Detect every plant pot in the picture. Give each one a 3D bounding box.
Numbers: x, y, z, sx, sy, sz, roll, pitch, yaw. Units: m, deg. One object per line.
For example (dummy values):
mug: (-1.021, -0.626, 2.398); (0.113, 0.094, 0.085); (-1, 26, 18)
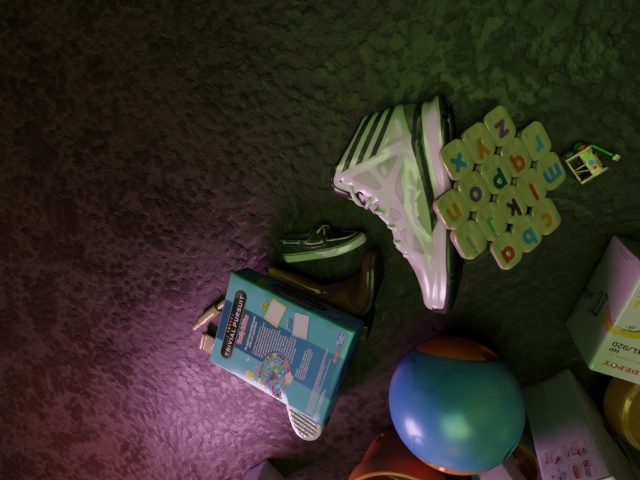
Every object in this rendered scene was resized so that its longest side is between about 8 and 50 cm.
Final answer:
plant pot: (0.217, 0.646, 1.130); (0.290, 0.203, 0.291); (5, 111, 14)
plant pot: (0.725, 0.364, 0.850); (0.204, 0.188, 0.205); (0, 98, -1)

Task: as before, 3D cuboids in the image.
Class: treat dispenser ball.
treat dispenser ball: (0.298, 0.361, 0.953); (0.287, 0.288, 0.289); (6, 111, 15)

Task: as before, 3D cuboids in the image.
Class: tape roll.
tape roll: (0.467, 0.548, 1.010); (0.219, 0.219, 0.072); (38, 116, 0)

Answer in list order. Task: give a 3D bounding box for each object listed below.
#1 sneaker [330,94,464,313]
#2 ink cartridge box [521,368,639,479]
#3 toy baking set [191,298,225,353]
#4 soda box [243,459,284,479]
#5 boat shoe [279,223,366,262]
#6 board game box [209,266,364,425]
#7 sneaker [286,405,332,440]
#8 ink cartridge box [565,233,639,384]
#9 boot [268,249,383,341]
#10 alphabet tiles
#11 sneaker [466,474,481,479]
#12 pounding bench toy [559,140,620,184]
sneaker: (0.167, -0.063, 0.929); (0.257, 0.169, 0.448); (-2, 101, 26)
ink cartridge box: (0.581, 0.486, 0.903); (0.130, 0.309, 0.272); (-38, 95, 25)
toy baking set: (-0.249, 0.259, 1.225); (0.196, 0.030, 0.256); (43, 116, -5)
soda box: (-0.212, 0.809, 1.271); (0.098, 0.286, 0.091); (-39, 95, 24)
boat shoe: (0.000, 0.000, 1.025); (0.219, 0.078, 0.070); (-12, 107, 22)
board game box: (-0.091, 0.248, 1.044); (0.335, 0.079, 0.254); (23, 106, 19)
sneaker: (-0.048, 0.352, 1.149); (0.126, 0.127, 0.322); (-11, 94, 25)
ink cartridge box: (0.635, 0.141, 0.838); (0.171, 0.168, 0.233); (17, 114, 9)
boot: (0.006, 0.106, 1.062); (0.280, 0.096, 0.264); (17, 130, 15)
alphabet tiles: (0.349, -0.098, 0.825); (0.284, 0.021, 0.278); (-38, 104, -11)
sneaker: (0.425, 0.621, 1.101); (0.330, 0.130, 0.147); (44, 113, -3)
pounding bench toy: (0.519, -0.162, 0.824); (0.083, 0.052, 0.065); (-36, 96, 24)
